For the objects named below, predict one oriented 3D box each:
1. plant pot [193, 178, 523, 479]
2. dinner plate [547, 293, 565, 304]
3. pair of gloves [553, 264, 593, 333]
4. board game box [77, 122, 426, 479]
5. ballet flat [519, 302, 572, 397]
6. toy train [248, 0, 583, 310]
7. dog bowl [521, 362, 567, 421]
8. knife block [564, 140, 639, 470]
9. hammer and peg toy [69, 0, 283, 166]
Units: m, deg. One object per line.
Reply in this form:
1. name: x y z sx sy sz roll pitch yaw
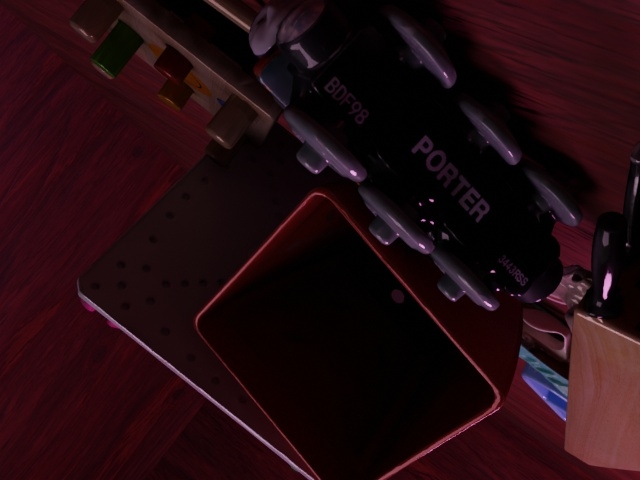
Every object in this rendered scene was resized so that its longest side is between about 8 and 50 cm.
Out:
1. plant pot: 0.071 0.078 0.951 0.267 0.267 0.235 49 -141 5
2. dinner plate: 0.241 0.029 0.998 0.141 0.017 0.141 37 175 4
3. pair of gloves: 0.299 0.071 0.676 0.204 0.042 0.240 42 157 4
4. board game box: -0.042 0.062 1.090 0.390 0.390 0.050 39 142 0
5. ballet flat: 0.336 0.158 1.147 0.247 0.083 0.087 33 159 18
6. toy train: 0.073 -0.073 0.699 0.334 0.142 0.190 41 -178 -30
7. dog bowl: 0.427 0.257 1.369 0.166 0.074 0.297 31 170 49
8. knife block: 0.227 0.056 0.606 0.242 0.088 0.275 49 156 -9
9. hammer and peg toy: -0.147 -0.204 0.951 0.266 0.127 0.361 38 174 -6
